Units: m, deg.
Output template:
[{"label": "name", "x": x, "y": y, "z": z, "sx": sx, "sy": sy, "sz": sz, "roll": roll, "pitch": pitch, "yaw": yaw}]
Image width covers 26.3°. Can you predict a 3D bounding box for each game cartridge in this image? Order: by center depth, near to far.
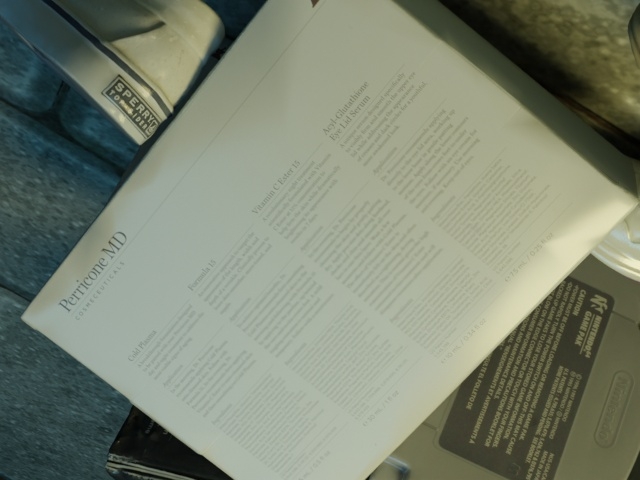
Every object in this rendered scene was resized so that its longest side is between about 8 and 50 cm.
[{"label": "game cartridge", "x": 0.179, "y": 0.121, "z": 1.152, "sx": 0.196, "sy": 0.294, "sz": 0.060, "roll": 24, "pitch": 149, "yaw": 6}]

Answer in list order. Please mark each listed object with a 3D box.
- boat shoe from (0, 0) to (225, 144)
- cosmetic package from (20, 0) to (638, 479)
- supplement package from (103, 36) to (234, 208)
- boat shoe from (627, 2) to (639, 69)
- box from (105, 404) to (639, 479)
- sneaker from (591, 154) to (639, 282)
[{"label": "boat shoe", "x": -0.185, "y": -0.219, "z": 1.060, "sx": 0.367, "sy": 0.156, "sz": 0.136, "roll": 40, "pitch": 174, "yaw": 46}, {"label": "cosmetic package", "x": 0.000, "y": 0.000, "z": 1.020, "sx": 0.284, "sy": 0.097, "sz": 0.377, "roll": 38, "pitch": 113, "yaw": -9}, {"label": "supplement package", "x": -0.087, "y": -0.012, "z": 1.252, "sx": 0.199, "sy": 0.198, "sz": 0.262, "roll": 30, "pitch": 152, "yaw": -5}, {"label": "boat shoe", "x": 0.331, "y": -0.072, "z": 0.904, "sx": 0.302, "sy": 0.113, "sz": 0.103, "roll": 44, "pitch": 150, "yaw": -11}, {"label": "box", "x": 0.118, "y": 0.277, "z": 1.469, "sx": 0.472, "sy": 0.297, "sz": 0.480, "roll": 8, "pitch": 147, "yaw": 33}, {"label": "sneaker", "x": 0.317, "y": -0.018, "z": 1.035, "sx": 0.305, "sy": 0.114, "sz": 0.152, "roll": 27, "pitch": 127, "yaw": 8}]
